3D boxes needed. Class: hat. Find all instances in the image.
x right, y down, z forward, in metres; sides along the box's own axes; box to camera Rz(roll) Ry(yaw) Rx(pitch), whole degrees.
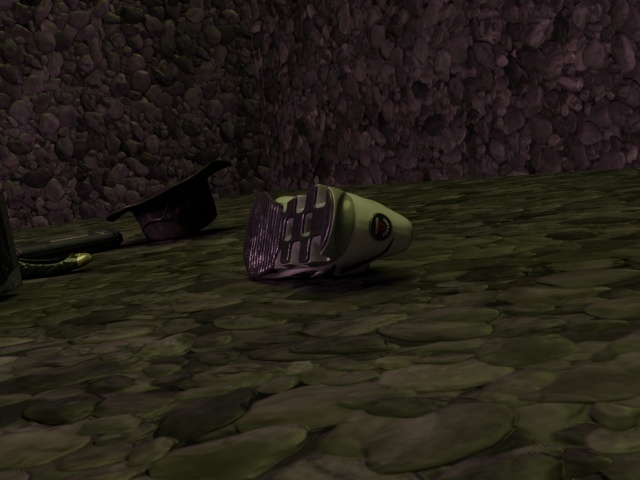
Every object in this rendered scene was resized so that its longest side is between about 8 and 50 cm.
[{"bbox_3d":[-0.345,-0.074,1.964,0.331,0.134,0.331,-26,4,2],"label":"hat"}]

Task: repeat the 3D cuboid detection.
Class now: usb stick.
[{"bbox_3d":[-0.571,0.016,1.808,0.077,0.045,0.278,-3,7,40],"label":"usb stick"}]

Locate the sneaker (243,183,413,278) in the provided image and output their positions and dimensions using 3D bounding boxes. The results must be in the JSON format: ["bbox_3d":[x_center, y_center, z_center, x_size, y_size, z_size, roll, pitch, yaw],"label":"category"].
[{"bbox_3d":[0.000,0.000,1.069,0.146,0.123,0.330,10,-3,-26],"label":"sneaker"}]

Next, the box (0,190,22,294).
[{"bbox_3d":[-0.613,0.026,1.227,0.247,0.163,0.142,-7,10,10],"label":"box"}]

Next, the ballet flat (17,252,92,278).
[{"bbox_3d":[-0.509,0.041,1.489,0.173,0.049,0.057,-8,7,-2],"label":"ballet flat"}]
